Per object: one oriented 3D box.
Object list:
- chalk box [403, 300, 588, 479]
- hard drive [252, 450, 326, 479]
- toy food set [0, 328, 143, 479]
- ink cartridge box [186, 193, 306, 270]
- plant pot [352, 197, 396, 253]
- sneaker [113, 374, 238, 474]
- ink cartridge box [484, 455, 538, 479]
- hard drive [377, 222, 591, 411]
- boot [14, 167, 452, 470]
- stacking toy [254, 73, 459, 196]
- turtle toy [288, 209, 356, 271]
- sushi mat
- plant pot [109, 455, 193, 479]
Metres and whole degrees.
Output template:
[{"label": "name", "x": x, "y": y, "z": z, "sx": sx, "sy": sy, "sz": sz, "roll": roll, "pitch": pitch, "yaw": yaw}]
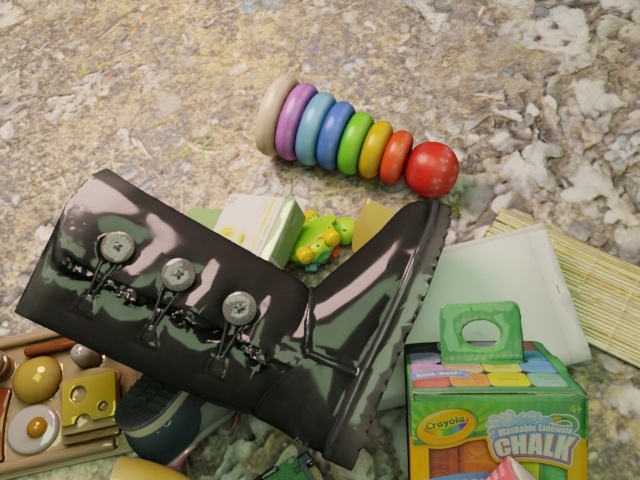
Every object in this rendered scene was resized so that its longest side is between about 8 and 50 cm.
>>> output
[{"label": "chalk box", "x": 0.186, "y": 0.216, "z": 0.694, "sx": 0.180, "sy": 0.179, "sz": 0.288, "roll": -3, "pitch": 97, "yaw": 6}, {"label": "hard drive", "x": -0.101, "y": 0.434, "z": 0.714, "sx": 0.339, "sy": 0.064, "sz": 0.237, "roll": -33, "pitch": 44, "yaw": -9}, {"label": "toy food set", "x": -0.400, "y": 0.212, "z": 0.884, "sx": 0.306, "sy": 0.092, "sz": 0.219, "roll": -13, "pitch": 62, "yaw": 1}, {"label": "ink cartridge box", "x": -0.157, "y": 0.010, "z": 0.939, "sx": 0.235, "sy": 0.056, "sz": 0.171, "roll": 7, "pitch": 61, "yaw": 28}, {"label": "plant pot", "x": 0.092, "y": -0.003, "z": 0.943, "sx": 0.081, "sy": 0.081, "sz": 0.083, "roll": 28, "pitch": 85, "yaw": 19}, {"label": "sneaker", "x": -0.134, "y": 0.190, "z": 0.870, "sx": 0.319, "sy": 0.131, "sz": 0.112, "roll": -37, "pitch": 32, "yaw": -31}, {"label": "ink cartridge box", "x": 0.159, "y": 0.379, "z": 0.550, "sx": 0.207, "sy": 0.117, "sz": 0.283, "roll": 42, "pitch": 95, "yaw": 6}, {"label": "hard drive", "x": 0.197, "y": 0.108, "z": 0.872, "sx": 0.308, "sy": 0.040, "sz": 0.203, "roll": -14, "pitch": 73, "yaw": 1}, {"label": "boot", "x": -0.094, "y": 0.026, "z": 0.781, "sx": 0.445, "sy": 0.146, "sz": 0.367, "roll": 23, "pitch": 67, "yaw": 8}, {"label": "stacking toy", "x": 0.067, "y": -0.161, "z": 1.001, "sx": 0.330, "sy": 0.141, "sz": 0.141, "roll": 19, "pitch": 67, "yaw": 11}, {"label": "turtle toy", "x": 0.000, "y": 0.000, "z": 0.956, "sx": 0.130, "sy": 0.066, "sz": 0.095, "roll": -32, "pitch": 39, "yaw": -10}, {"label": "sushi mat", "x": 0.380, "y": 0.069, "z": 0.904, "sx": 0.317, "sy": 0.019, "sz": 0.151, "roll": 26, "pitch": 70, "yaw": 18}, {"label": "plant pot", "x": -0.197, "y": 0.329, "z": 0.737, "sx": 0.095, "sy": 0.134, "sz": 0.134, "roll": 0, "pitch": 63, "yaw": -6}]
